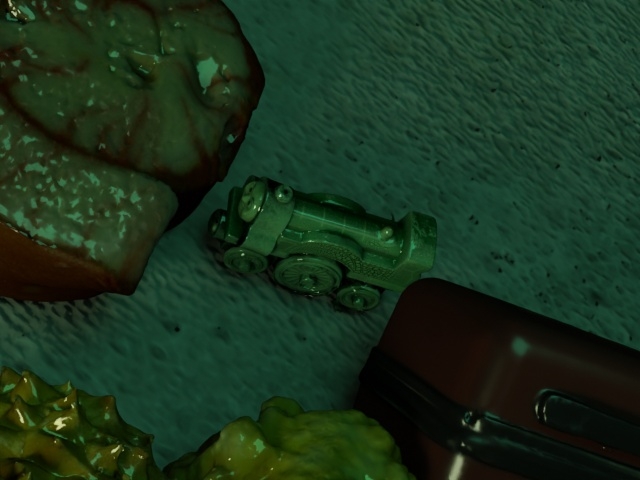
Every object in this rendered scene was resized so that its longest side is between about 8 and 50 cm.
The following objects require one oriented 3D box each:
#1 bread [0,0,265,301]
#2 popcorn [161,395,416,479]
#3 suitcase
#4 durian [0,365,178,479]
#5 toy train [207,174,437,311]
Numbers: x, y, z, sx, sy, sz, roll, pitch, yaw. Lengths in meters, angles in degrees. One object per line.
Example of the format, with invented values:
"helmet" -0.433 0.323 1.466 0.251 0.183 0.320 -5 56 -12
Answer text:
"bread" -0.208 -0.117 1.160 0.295 0.114 0.327 38 50 -4
"popcorn" -0.029 0.186 1.035 0.198 0.197 0.155 -3 71 -32
"suitcase" 0.190 0.150 1.149 0.297 0.236 0.161 21 93 -19
"durian" -0.168 0.218 0.894 0.186 0.195 0.305 -27 88 5
"toy train" 0.000 0.000 1.219 0.178 0.104 0.071 17 59 -20
